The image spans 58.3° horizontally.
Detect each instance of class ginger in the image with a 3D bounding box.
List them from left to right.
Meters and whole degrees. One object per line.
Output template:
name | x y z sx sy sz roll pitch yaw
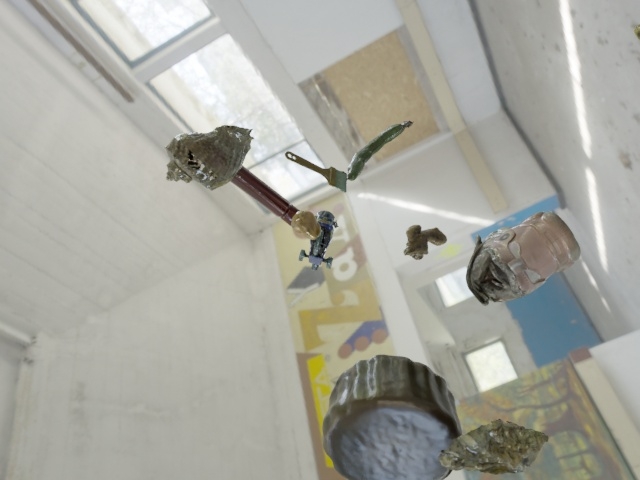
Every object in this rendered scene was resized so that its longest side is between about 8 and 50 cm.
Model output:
ginger | 0.390 0.011 2.161 0.214 0.059 0.133 8 -103 -34

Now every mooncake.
mooncake | 0.149 0.387 1.214 0.290 0.290 0.161 58 -159 -21

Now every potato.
potato | -0.037 -0.041 1.554 0.083 0.068 0.062 42 -160 -21

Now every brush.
brush | -0.012 -0.218 1.752 0.218 0.010 0.082 23 -132 -19

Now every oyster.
oyster | 0.314 0.393 1.053 0.209 0.133 0.072 16 -154 -34

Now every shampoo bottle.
shampoo bottle | -0.172 -0.141 1.815 0.260 0.064 0.102 37 173 -21

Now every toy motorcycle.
toy motorcycle | 0.000 0.000 1.935 0.315 0.113 0.169 99 -175 -74

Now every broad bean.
broad bean | 0.181 -0.306 1.920 0.049 0.292 0.144 49 177 -16

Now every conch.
conch | -0.229 -0.176 1.205 0.130 0.207 0.155 56 177 9

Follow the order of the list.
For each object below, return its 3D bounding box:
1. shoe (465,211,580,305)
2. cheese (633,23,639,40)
shoe | 0.416 0.062 1.335 0.172 0.198 0.351 57 158 14
cheese | 1.110 -0.660 1.895 0.162 0.086 0.036 34 -115 -27
